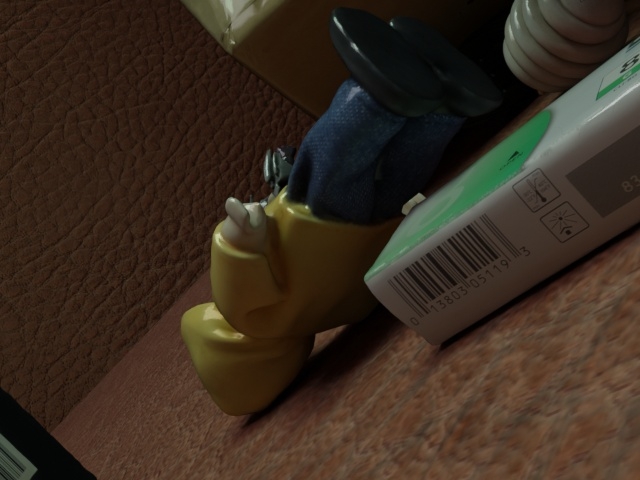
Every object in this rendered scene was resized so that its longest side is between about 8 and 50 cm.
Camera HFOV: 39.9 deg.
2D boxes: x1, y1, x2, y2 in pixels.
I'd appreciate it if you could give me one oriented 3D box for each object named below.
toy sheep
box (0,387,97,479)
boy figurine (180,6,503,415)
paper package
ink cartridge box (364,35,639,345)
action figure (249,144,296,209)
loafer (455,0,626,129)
[{"bbox_3d":[0.176,-0.152,0.622,0.091,0.091,0.132,-47,-11,-29],"label":"toy sheep"},{"bbox_3d":[-0.410,0.311,0.702,0.395,0.212,0.293,-43,7,1],"label":"box"},{"bbox_3d":[0.000,0.000,0.554,0.177,0.092,0.285,-10,-37,-44],"label":"boy figurine"},{"bbox_3d":[0.070,-0.254,0.838,0.309,0.168,0.325,-42,-33,15],"label":"paper package"},{"bbox_3d":[0.132,-0.061,0.449,0.181,0.056,0.224,-39,10,36],"label":"ink cartridge box"},{"bbox_3d":[-0.009,-0.058,1.051,0.285,0.099,0.185,-38,-13,-18],"label":"action figure"},{"bbox_3d":[0.184,-0.174,0.777,0.223,0.076,0.078,-39,1,2],"label":"loafer"}]
